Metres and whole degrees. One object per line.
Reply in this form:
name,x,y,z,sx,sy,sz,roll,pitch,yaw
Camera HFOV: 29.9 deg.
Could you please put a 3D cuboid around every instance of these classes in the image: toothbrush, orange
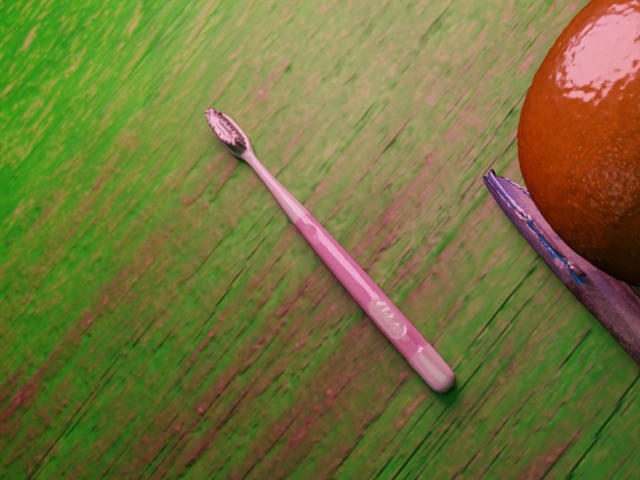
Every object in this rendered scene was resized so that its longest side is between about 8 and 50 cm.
toothbrush,0.000,0.000,0.853,0.020,0.025,0.286,-43,65,3
orange,0.222,-0.061,0.704,0.206,0.206,0.206,-6,71,18
toothbrush,0.230,0.097,0.732,0.035,0.042,0.413,-22,60,-28
